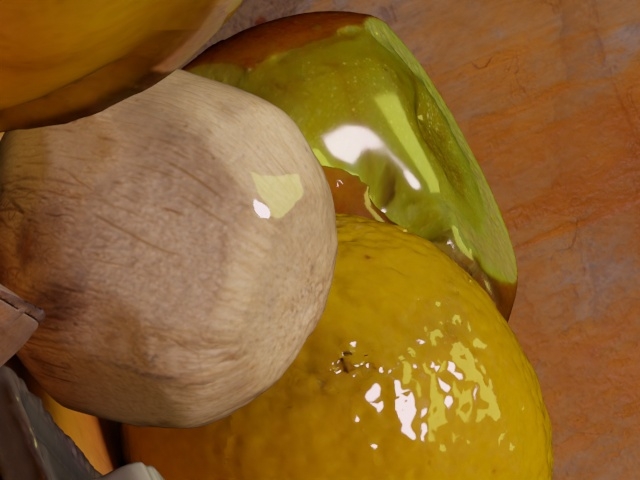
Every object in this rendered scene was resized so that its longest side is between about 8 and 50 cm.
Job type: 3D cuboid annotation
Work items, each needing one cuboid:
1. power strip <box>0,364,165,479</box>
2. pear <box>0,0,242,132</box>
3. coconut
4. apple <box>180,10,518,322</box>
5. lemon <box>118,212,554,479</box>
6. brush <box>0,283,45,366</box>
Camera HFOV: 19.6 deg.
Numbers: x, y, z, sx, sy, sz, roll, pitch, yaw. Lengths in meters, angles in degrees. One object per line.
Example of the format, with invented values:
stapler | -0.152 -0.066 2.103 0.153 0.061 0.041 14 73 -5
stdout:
power strip | -0.080 0.198 0.956 0.251 0.092 0.257 59 6 -70
pear | -0.121 -0.198 0.566 0.285 0.285 0.336 68 32 -80
coconut | -0.104 0.001 1.066 0.224 0.224 0.224 -21 90 -90
apple | 0.000 0.000 1.630 0.374 0.374 0.384 -110 -155 -58
lemon | 0.011 0.145 1.341 0.336 0.336 0.336 -21 90 -90
brush | -0.173 0.008 0.641 0.065 0.070 0.327 51 -2 11
